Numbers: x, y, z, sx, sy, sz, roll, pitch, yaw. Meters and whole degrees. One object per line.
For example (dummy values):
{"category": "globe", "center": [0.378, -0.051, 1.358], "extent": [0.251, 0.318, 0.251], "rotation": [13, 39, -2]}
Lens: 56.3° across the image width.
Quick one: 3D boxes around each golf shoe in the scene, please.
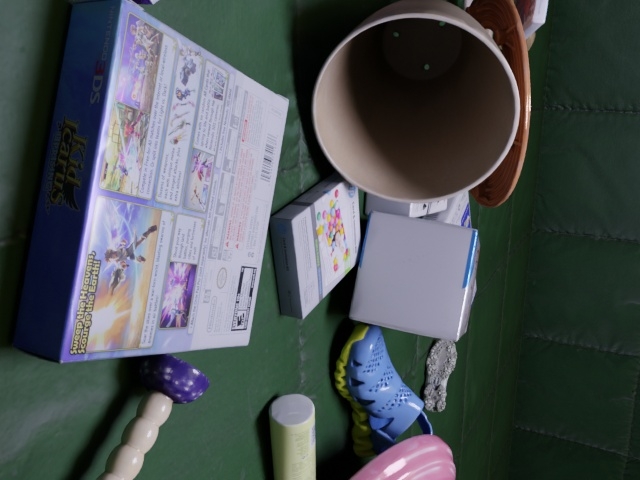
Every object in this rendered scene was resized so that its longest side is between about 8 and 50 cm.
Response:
{"category": "golf shoe", "center": [0.283, 0.326, 1.455], "extent": [0.086, 0.069, 0.176], "rotation": [69, 37, -76]}

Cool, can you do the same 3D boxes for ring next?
{"category": "ring", "center": [0.252, -0.219, 0.948], "extent": [0.336, 0.032, 0.337], "rotation": [176, -90, -86]}

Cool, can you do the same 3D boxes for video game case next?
{"category": "video game case", "center": [-0.133, -0.035, 0.543], "extent": [0.244, 0.061, 0.270], "rotation": [14, 85, -64]}
{"category": "video game case", "center": [0.342, -0.423, 0.962], "extent": [0.201, 0.023, 0.184], "rotation": [-49, 146, -80]}

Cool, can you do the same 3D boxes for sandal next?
{"category": "sandal", "center": [0.115, 0.265, 1.021], "extent": [0.126, 0.138, 0.318], "rotation": [-54, 140, -38]}

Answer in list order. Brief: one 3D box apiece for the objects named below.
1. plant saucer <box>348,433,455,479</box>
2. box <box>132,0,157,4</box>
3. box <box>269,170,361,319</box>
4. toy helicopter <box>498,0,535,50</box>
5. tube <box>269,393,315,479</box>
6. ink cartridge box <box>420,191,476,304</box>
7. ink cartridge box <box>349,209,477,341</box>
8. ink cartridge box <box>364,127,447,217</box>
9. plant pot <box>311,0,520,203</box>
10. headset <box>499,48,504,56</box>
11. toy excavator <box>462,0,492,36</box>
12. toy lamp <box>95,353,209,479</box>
{"category": "plant saucer", "center": [0.110, 0.471, 0.973], "extent": [0.332, 0.084, 0.332], "rotation": [-25, 133, -29]}
{"category": "box", "center": [-0.083, -0.345, 0.444], "extent": [0.293, 0.057, 0.201], "rotation": [-46, 133, -21]}
{"category": "box", "center": [0.000, 0.000, 0.832], "extent": [0.186, 0.038, 0.145], "rotation": [-42, 134, -52]}
{"category": "toy helicopter", "center": [0.417, -0.550, 1.252], "extent": [0.140, 0.234, 0.355], "rotation": [-62, 145, -33]}
{"category": "tube", "center": [-0.037, 0.325, 0.838], "extent": [0.062, 0.069, 0.240], "rotation": [-119, -157, -59]}
{"category": "ink cartridge box", "center": [0.308, 0.045, 1.402], "extent": [0.176, 0.069, 0.371], "rotation": [-57, 141, -40]}
{"category": "ink cartridge box", "center": [0.166, 0.062, 0.987], "extent": [0.232, 0.168, 0.172], "rotation": [20, 80, -73]}
{"category": "ink cartridge box", "center": [0.159, -0.121, 1.048], "extent": [0.203, 0.085, 0.148], "rotation": [-15, 110, -60]}
{"category": "plant pot", "center": [0.138, -0.236, 0.846], "extent": [0.274, 0.256, 0.257], "rotation": [-74, 156, -50]}
{"category": "headset", "center": [0.343, -0.303, 1.343], "extent": [0.394, 0.185, 0.244], "rotation": [-55, 141, -66]}
{"category": "toy excavator", "center": [0.263, -0.516, 1.037], "extent": [0.445, 0.222, 0.434], "rotation": [-52, 143, -57]}
{"category": "toy lamp", "center": [-0.188, 0.226, 0.498], "extent": [0.275, 0.080, 0.080], "rotation": [-67, 149, -32]}
